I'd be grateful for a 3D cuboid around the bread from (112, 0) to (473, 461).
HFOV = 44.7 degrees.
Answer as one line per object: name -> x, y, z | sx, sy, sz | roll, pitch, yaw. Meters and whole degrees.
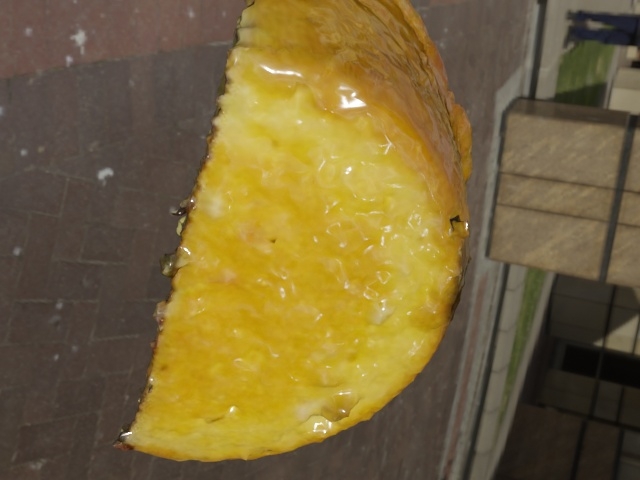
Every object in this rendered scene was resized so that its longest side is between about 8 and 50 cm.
bread -> 0.000, 0.000, 0.491 | 0.194, 0.179, 0.340 | -84, -166, -59
